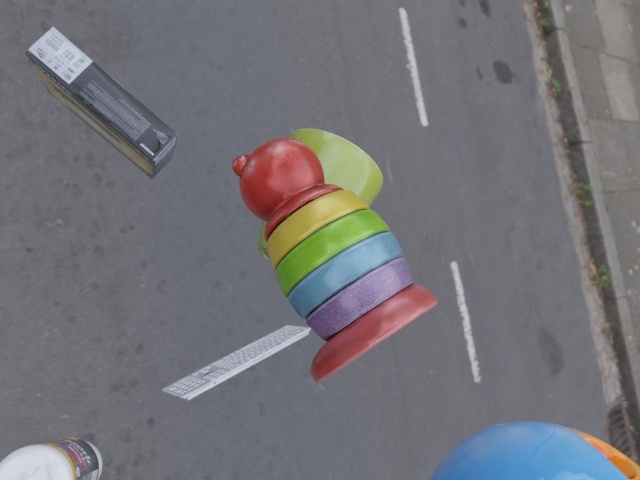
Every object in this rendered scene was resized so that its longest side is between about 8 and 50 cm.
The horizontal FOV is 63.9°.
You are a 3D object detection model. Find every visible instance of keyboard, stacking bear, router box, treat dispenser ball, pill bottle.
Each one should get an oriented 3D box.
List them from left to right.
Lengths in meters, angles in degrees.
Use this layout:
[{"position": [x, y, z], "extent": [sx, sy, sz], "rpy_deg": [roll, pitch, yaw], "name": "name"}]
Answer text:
[{"position": [-0.589, 0.523, 1.134], "extent": [0.162, 0.278, 0.162], "rpy_deg": [2, 74, -7], "name": "pill bottle"}, {"position": [-0.462, -0.281, 1.120], "extent": [0.309, 0.243, 0.081], "rpy_deg": [41, 76, -12], "name": "router box"}, {"position": [-0.129, 0.192, 0.843], "extent": [0.256, 0.072, 0.014], "rpy_deg": [-21, 106, -40], "name": "keyboard"}, {"position": [0.000, 0.000, 0.644], "extent": [0.175, 0.164, 0.289], "rpy_deg": [-28, 76, -23], "name": "stacking bear"}, {"position": [0.248, 0.349, 0.563], "extent": [0.288, 0.288, 0.288], "rpy_deg": [10, 74, -38], "name": "treat dispenser ball"}]

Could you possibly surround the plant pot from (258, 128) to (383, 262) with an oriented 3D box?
[{"position": [-0.028, -0.073, 1.267], "extent": [0.275, 0.275, 0.293], "rpy_deg": [38, 68, -28], "name": "plant pot"}]
